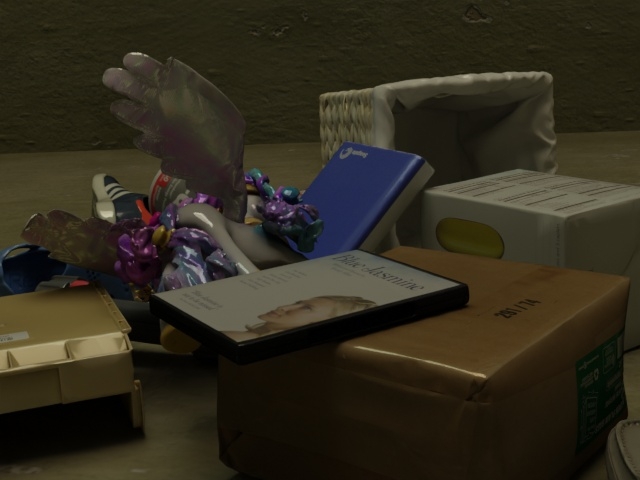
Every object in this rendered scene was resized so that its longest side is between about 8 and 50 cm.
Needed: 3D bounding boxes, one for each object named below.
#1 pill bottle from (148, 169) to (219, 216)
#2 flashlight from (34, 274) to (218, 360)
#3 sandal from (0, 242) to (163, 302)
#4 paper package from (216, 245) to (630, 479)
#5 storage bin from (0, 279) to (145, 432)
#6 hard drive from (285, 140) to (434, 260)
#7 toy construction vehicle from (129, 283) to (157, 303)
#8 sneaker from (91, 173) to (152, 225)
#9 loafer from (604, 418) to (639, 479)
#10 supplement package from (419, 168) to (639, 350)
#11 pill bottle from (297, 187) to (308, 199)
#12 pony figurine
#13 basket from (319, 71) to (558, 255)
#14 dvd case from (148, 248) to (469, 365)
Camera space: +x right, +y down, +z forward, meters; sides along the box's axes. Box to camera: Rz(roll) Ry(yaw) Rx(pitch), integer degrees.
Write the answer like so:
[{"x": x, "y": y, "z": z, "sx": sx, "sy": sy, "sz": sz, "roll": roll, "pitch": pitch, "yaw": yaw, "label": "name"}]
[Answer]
[{"x": -0.156, "y": -0.034, "z": 1.626, "sx": 0.161, "sy": 0.161, "sz": 0.283, "roll": -13, "pitch": 31, "yaw": -36, "label": "pill bottle"}, {"x": -0.238, "y": 0.110, "z": 1.298, "sx": 0.304, "sy": 0.103, "sz": 0.103, "roll": 5, "pitch": 43, "yaw": 17, "label": "flashlight"}, {"x": -0.358, "y": 0.049, "z": 1.438, "sx": 0.317, "sy": 0.126, "sz": 0.138, "roll": -11, "pitch": -13, "yaw": -1, "label": "sandal"}, {"x": 0.115, "y": 0.134, "z": 0.963, "sx": 0.309, "sy": 0.168, "sz": 0.325, "roll": 8, "pitch": 17, "yaw": 36, "label": "paper package"}, {"x": -0.353, "y": 0.150, "z": 1.091, "sx": 0.262, "sy": 0.123, "sz": 0.260, "roll": -7, "pitch": 15, "yaw": -20, "label": "storage bin"}, {"x": 0.000, "y": 0.000, "z": 1.363, "sx": 0.319, "sy": 0.040, "sz": 0.210, "roll": -52, "pitch": 30, "yaw": -10, "label": "hard drive"}, {"x": -0.240, "y": 0.095, "z": 1.383, "sx": 0.035, "sy": 0.098, "sz": 0.086, "roll": -39, "pitch": 10, "yaw": -7, "label": "toy construction vehicle"}, {"x": -0.382, "y": -0.049, "z": 1.926, "sx": 0.148, "sy": 0.131, "sz": 0.350, "roll": 0, "pitch": 18, "yaw": -16, "label": "sneaker"}, {"x": 0.312, "y": 0.205, "z": 0.747, "sx": 0.112, "sy": 0.111, "sz": 0.319, "roll": -5, "pitch": 14, "yaw": -8, "label": "loafer"}, {"x": 0.293, "y": 0.027, "z": 1.287, "sx": 0.198, "sy": 0.199, "sz": 0.262, "roll": -13, "pitch": 17, "yaw": -33, "label": "supplement package"}, {"x": -0.014, "y": -0.036, "z": 1.774, "sx": 0.121, "sy": 0.121, "sz": 0.216, "roll": 6, "pitch": 16, "yaw": 32, "label": "pill bottle"}, {"x": -0.140, "y": -0.004, "z": 1.155, "sx": 0.351, "sy": 0.303, "sz": 0.363, "roll": 25, "pitch": 24, "yaw": -33, "label": "pony figurine"}, {"x": 0.193, "y": -0.106, "z": 1.617, "sx": 0.328, "sy": 0.331, "sz": 0.266, "roll": -9, "pitch": 9, "yaw": -23, "label": "basket"}, {"x": -0.011, "y": 0.055, "z": 0.913, "sx": 0.253, "sy": 0.022, "sz": 0.180, "roll": -12, "pitch": 17, "yaw": -32, "label": "dvd case"}]
